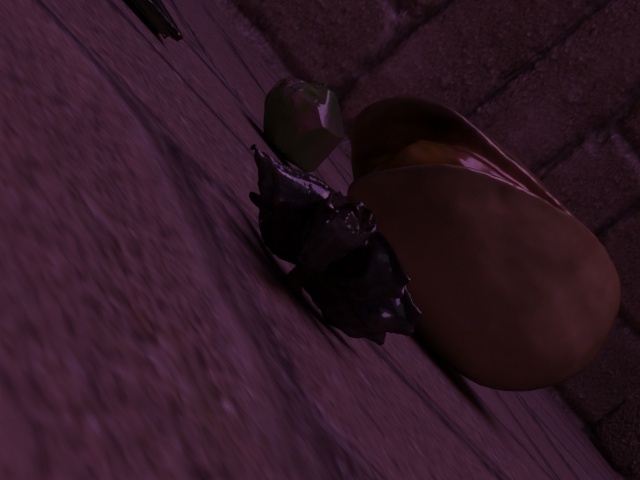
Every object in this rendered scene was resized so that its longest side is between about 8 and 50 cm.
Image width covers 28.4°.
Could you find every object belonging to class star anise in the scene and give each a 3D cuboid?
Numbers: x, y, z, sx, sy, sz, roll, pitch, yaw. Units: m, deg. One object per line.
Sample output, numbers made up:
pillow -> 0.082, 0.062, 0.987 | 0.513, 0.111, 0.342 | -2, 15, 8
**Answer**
star anise -> 0.003, 0.001, 0.629 | 0.124, 0.056, 0.129 | 49, -10, 5

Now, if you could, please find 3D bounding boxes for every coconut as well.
coconut -> -0.017, -0.113, 1.181 | 0.082, 0.081, 0.083 | 37, 15, -4

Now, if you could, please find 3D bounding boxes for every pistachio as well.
pistachio -> 0.140, 0.008, 1.078 | 0.299, 0.187, 0.187 | 46, 7, -32

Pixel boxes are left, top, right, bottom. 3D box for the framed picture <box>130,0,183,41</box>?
framed picture -> -0.209, -0.278, 1.035 | 0.217, 0.017, 0.274 | 48, 6, -31
